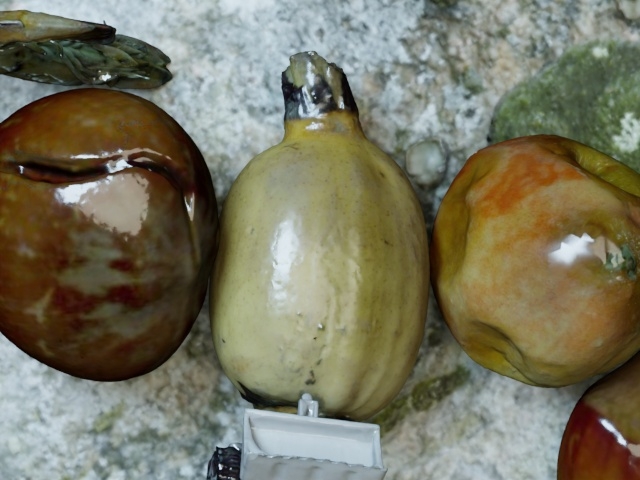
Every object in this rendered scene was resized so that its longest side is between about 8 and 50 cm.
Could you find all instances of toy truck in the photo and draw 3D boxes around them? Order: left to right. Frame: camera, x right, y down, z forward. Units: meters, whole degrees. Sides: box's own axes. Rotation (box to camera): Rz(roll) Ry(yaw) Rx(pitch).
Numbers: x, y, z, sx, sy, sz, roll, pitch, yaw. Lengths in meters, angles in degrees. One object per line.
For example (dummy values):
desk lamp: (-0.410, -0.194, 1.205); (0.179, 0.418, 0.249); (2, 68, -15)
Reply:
toy truck: (-0.026, 0.194, 1.315); (0.136, 0.286, 0.111); (7, 60, -8)

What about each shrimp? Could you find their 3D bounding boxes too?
shrimp: (-0.198, -0.153, 1.311); (0.296, 0.169, 0.058); (1, 92, -47)

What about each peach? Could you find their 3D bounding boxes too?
peach: (0.202, 0.019, 1.376); (0.214, 0.235, 0.214); (-1, 97, -12)

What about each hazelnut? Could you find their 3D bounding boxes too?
hazelnut: (-0.169, -0.008, 1.335); (0.218, 0.218, 0.234); (-7, 116, -8)
hazelnut: (0.299, 0.188, 1.423); (0.212, 0.181, 0.181); (-12, 62, -14)

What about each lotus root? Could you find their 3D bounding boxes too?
lotus root: (0.000, 0.000, 1.379); (0.182, 0.183, 0.310); (4, 85, -8)
